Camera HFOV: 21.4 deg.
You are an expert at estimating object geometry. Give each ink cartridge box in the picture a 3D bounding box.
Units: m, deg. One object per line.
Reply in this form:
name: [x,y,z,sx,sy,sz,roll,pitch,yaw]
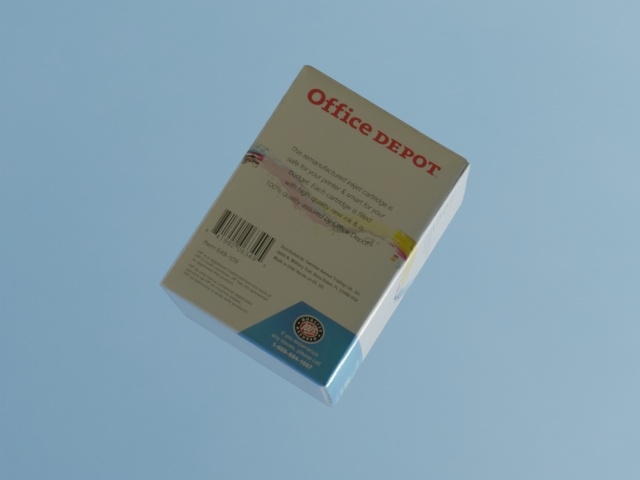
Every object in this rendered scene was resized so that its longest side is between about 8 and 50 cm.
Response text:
ink cartridge box: [0.000,0.000,1.746,0.198,0.197,0.270,32,-98,9]
